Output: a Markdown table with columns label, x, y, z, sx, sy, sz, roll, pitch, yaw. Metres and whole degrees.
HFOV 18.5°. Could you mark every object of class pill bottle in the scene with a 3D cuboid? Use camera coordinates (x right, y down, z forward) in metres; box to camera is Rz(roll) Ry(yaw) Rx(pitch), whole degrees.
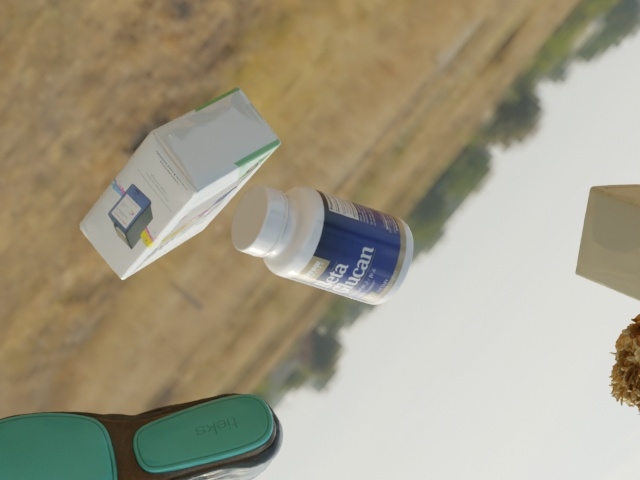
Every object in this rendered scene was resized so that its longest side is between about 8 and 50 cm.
| label | x | y | z | sx | sy | sz | roll | pitch | yaw |
| --- | --- | --- | --- | --- | --- | --- | --- | --- | --- |
| pill bottle | 0.000 | 0.000 | 1.973 | 0.094 | 0.169 | 0.094 | -37 | -135 | 47 |

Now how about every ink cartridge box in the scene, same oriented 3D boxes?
| label | x | y | z | sx | sy | sz | roll | pitch | yaw |
| --- | --- | --- | --- | --- | --- | --- | --- | --- | --- |
| ink cartridge box | -0.166 | -0.066 | 2.299 | 0.154 | 0.093 | 0.212 | -33 | 173 | -43 |

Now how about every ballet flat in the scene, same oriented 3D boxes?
| label | x | y | z | sx | sy | sz | roll | pitch | yaw |
| --- | --- | --- | --- | --- | --- | --- | --- | --- | --- |
| ballet flat | -0.170 | 0.196 | 1.693 | 0.096 | 0.280 | 0.095 | 99 | -15 | -58 |

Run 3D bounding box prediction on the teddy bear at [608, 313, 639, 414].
| label | x | y | z | sx | sy | sz | roll | pitch | yaw |
| --- | --- | --- | --- | --- | --- | --- | --- | --- | --- |
| teddy bear | 0.344 | 0.004 | 1.464 | 0.245 | 0.113 | 0.338 | 3 | 118 | -37 |

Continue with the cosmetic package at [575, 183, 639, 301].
| label | x | y | z | sx | sy | sz | roll | pitch | yaw |
| --- | --- | --- | --- | --- | --- | --- | --- | --- | --- |
| cosmetic package | 0.449 | 0.027 | 2.190 | 0.160 | 0.309 | 0.113 | -2 | 108 | -36 |
